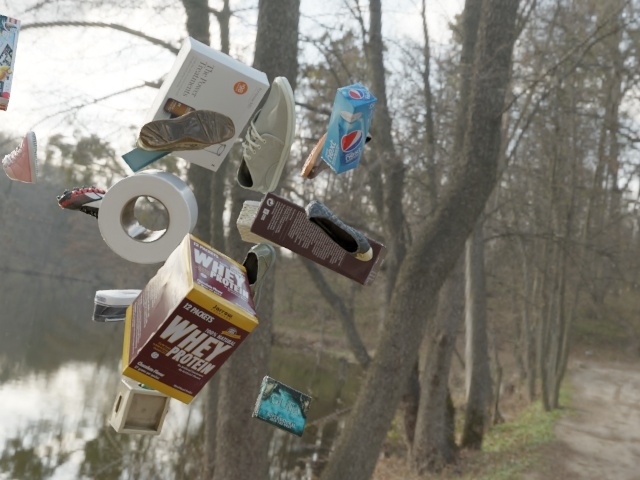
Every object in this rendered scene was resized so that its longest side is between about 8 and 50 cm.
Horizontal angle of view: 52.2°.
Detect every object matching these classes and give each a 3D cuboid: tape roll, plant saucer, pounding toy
[{"bbox_3d":[-0.473,-0.070,1.816,0.246,0.246,0.169,10,10,-6],"label":"tape roll"},{"bbox_3d":[-0.475,-0.266,1.883,0.192,0.018,0.067,-27,-51,5],"label":"plant saucer"},{"bbox_3d":[-0.440,0.398,1.631,0.130,0.141,0.100,18,-2,-37],"label":"pounding toy"}]

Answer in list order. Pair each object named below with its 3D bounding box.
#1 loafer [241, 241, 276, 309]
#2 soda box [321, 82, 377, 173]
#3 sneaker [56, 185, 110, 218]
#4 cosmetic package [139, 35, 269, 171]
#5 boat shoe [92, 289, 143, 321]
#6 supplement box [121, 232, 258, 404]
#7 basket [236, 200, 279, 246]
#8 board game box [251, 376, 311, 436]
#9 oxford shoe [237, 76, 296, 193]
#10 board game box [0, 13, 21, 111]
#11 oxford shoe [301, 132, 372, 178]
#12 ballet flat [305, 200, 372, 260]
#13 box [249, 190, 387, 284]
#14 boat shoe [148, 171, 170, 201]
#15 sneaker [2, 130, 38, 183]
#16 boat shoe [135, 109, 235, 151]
[{"bbox_3d":[-0.211,0.119,1.809,0.094,0.251,0.087,27,13,23],"label":"loafer"},{"bbox_3d":[0.065,-0.260,1.535,0.067,0.071,0.210,-24,-31,-28],"label":"soda box"},{"bbox_3d":[-0.796,-0.124,2.345,0.276,0.135,0.098,-5,-14,-40],"label":"sneaker"},{"bbox_3d":[-0.386,-0.435,2.150,0.284,0.377,0.097,18,34,-32],"label":"cosmetic package"},{"bbox_3d":[-0.577,0.216,2.045,0.108,0.102,0.301,17,5,32],"label":"boat shoe"},{"bbox_3d":[-0.225,0.129,1.114,0.129,0.194,0.191,34,15,-26],"label":"supplement box"},{"bbox_3d":[-0.184,-0.052,2.178,0.167,0.103,0.113,9,-36,19],"label":"basket"},{"bbox_3d":[-0.113,0.499,1.959,0.186,0.126,0.026,34,-31,-34],"label":"board game box"},{"bbox_3d":[-0.177,-0.315,2.074,0.130,0.169,0.449,-5,-38,-24],"label":"oxford shoe"},{"bbox_3d":[-0.875,-0.472,1.648,0.193,0.305,0.053,11,-38,-30],"label":"board game box"},{"bbox_3d":[0.062,-0.304,2.219,0.133,0.363,0.130,40,-38,0],"label":"oxford shoe"},{"bbox_3d":[0.033,-0.010,1.251,0.173,0.049,0.057,39,-48,-23],"label":"ballet flat"},{"bbox_3d":[0.000,0.000,1.962,0.381,0.143,0.191,24,-1,12],"label":"box"},{"bbox_3d":[-0.526,-0.175,2.140,0.040,0.049,0.142,-26,-12,-43],"label":"boat shoe"},{"bbox_3d":[-0.639,-0.177,1.388,0.070,0.051,0.134,6,-44,-17],"label":"sneaker"},{"bbox_3d":[-0.387,-0.309,1.877,0.285,0.104,0.089,-10,-4,-29],"label":"boat shoe"}]
